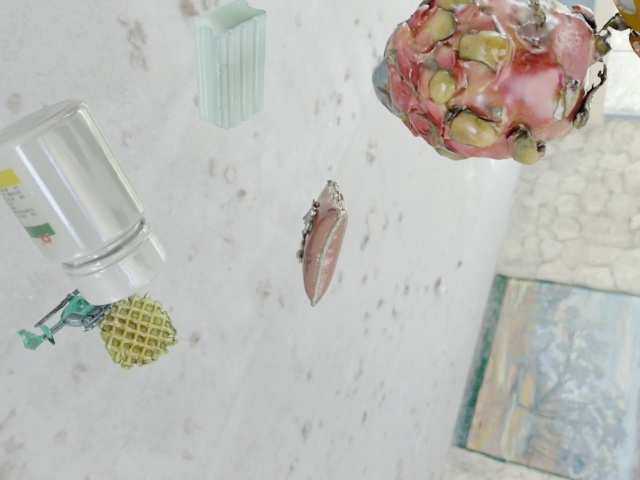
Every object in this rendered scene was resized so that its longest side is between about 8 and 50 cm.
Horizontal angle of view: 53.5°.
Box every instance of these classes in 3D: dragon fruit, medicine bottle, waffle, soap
[{"bbox_3d":[0.222,-0.220,0.842,0.291,0.269,0.250,-10,127,-46],"label":"dragon fruit"},{"bbox_3d":[-0.438,-0.064,1.160,0.208,0.208,0.340,-54,130,-44],"label":"medicine bottle"},{"bbox_3d":[-0.439,0.214,1.525,0.169,0.184,0.036,-24,162,-27],"label":"waffle"},{"bbox_3d":[-0.154,-0.297,1.099,0.119,0.066,0.198,-38,152,-34],"label":"soap"}]

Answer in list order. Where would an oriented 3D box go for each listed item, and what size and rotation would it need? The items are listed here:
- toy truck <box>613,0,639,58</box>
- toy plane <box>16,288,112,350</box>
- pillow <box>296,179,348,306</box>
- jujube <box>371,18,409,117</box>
[{"bbox_3d":[0.368,-0.259,0.545,0.204,0.211,0.288,-47,-160,16],"label":"toy truck"},{"bbox_3d":[-0.543,0.163,1.399,0.235,0.096,0.060,-42,175,-27],"label":"toy plane"},{"bbox_3d":[0.000,0.000,1.095,0.171,0.075,0.179,-91,-167,-68],"label":"pillow"},{"bbox_3d":[0.272,-0.351,1.456,0.246,0.307,0.216,-51,-165,57],"label":"jujube"}]
